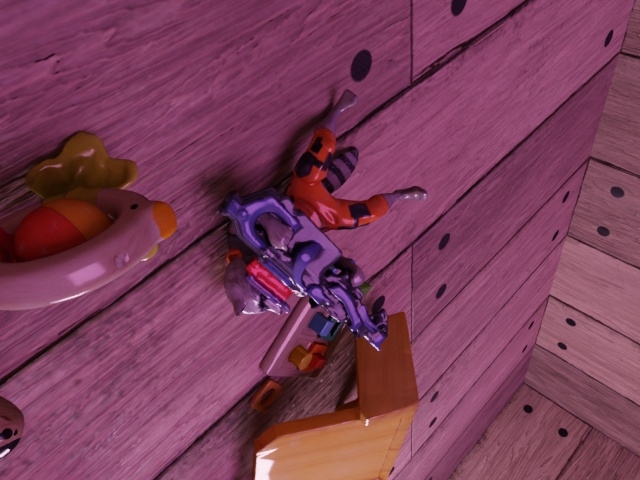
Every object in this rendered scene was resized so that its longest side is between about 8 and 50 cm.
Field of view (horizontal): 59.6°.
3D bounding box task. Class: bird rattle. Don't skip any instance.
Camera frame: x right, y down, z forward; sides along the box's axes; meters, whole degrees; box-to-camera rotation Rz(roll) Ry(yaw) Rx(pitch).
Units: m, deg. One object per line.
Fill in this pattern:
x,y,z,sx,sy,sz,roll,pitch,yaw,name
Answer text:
-0.247,-0.004,0.486,0.253,0.207,0.143,-31,121,-48,bird rattle

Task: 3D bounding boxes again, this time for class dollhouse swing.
0.016,0.361,1.199,0.305,0.315,0.346,3,133,-4,dollhouse swing

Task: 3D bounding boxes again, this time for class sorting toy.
-0.009,0.197,1.088,0.347,0.047,0.196,-58,147,1,sorting toy

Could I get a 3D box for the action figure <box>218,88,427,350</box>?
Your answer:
0.000,0.000,0.828,0.330,0.178,0.341,-43,120,-13,action figure

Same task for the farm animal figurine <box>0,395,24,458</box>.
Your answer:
-0.410,0.158,0.416,0.330,0.172,0.326,-26,135,-39,farm animal figurine
